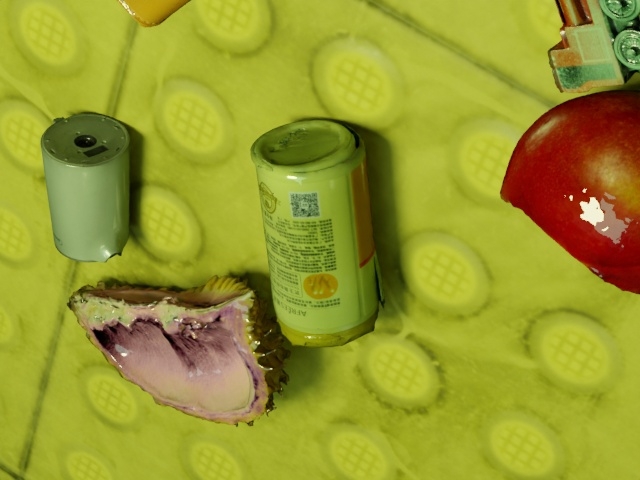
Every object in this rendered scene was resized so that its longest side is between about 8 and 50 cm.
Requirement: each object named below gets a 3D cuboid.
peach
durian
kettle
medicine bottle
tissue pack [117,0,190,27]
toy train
[{"bbox_3d":[0.265,-0.038,1.555,0.192,0.190,0.190,-17,111,25],"label":"peach"},{"bbox_3d":[-0.143,0.114,1.999,0.341,0.112,0.191,-3,129,45],"label":"durian"},{"bbox_3d":[-0.274,-0.061,1.964,0.126,0.098,0.148,17,133,16],"label":"kettle"},{"bbox_3d":[0.000,0.000,1.809,0.124,0.124,0.239,11,128,27],"label":"medicine bottle"},{"bbox_3d":[-0.078,-0.334,1.566,0.274,0.194,0.145,-28,103,44],"label":"tissue pack"},{"bbox_3d":[0.245,-0.216,1.521,0.118,0.074,0.176,-3,121,39],"label":"toy train"}]
